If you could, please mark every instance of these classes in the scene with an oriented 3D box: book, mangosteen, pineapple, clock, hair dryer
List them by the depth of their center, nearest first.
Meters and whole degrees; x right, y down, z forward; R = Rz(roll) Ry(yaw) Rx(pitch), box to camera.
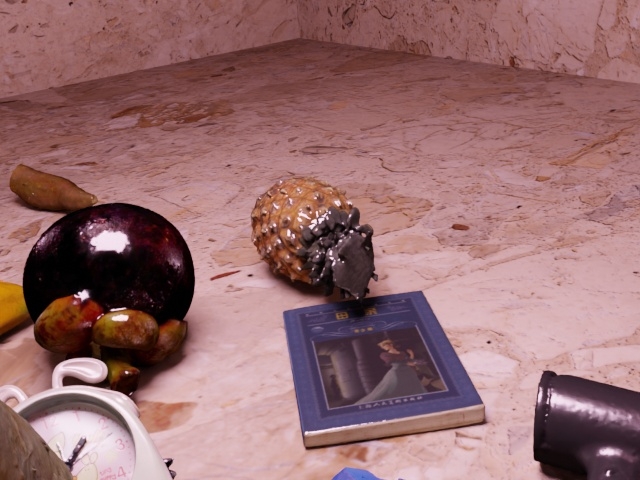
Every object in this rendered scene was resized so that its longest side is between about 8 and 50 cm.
[{"bbox_3d":[0.249,0.222,0.640,0.197,0.089,0.251,11,37,28],"label":"hair dryer"},{"bbox_3d":[-0.216,0.198,0.674,0.152,0.062,0.191,-21,62,-19],"label":"clock"},{"bbox_3d":[0.060,0.138,0.916,0.191,0.025,0.269,-7,24,-4],"label":"book"},{"bbox_3d":[-0.250,0.077,0.941,0.212,0.211,0.249,-8,55,-7],"label":"mangosteen"},{"bbox_3d":[0.000,0.000,1.059,0.158,0.157,0.279,-12,17,-16],"label":"pineapple"}]

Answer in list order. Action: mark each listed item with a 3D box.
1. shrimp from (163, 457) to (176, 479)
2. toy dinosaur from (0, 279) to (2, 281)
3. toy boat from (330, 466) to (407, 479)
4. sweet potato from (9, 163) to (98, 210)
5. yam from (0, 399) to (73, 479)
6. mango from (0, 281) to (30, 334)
[{"bbox_3d":[-0.293,0.221,0.764,0.317,0.062,0.164,-3,16,1],"label":"shrimp"},{"bbox_3d":[-0.528,0.075,1.137,0.117,0.070,0.288,13,32,14],"label":"toy dinosaur"},{"bbox_3d":[0.104,0.272,0.511,0.129,0.088,0.295,25,6,-38],"label":"toy boat"},{"bbox_3d":[-0.515,-0.089,1.511,0.244,0.077,0.077,20,33,30],"label":"sweet potato"},{"bbox_3d":[-0.272,0.158,0.510,0.161,0.268,0.161,-2,57,3],"label":"yam"},{"bbox_3d":[-0.465,0.097,1.041,0.115,0.089,0.165,7,24,23],"label":"mango"}]
